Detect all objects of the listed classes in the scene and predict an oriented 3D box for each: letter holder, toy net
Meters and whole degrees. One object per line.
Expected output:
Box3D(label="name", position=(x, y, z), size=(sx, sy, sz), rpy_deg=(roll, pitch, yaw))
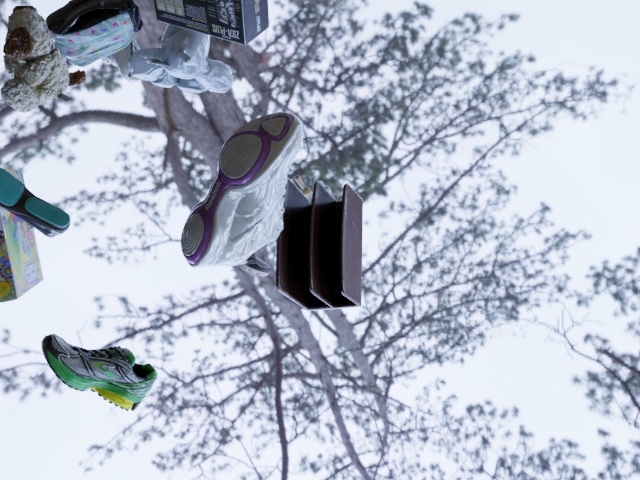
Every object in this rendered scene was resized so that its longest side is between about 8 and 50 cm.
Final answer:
Box3D(label="letter holder", position=(0.000, 0.000, 1.560), size=(0.151, 0.214, 0.302), rpy_deg=(-7, -114, 22))
Box3D(label="toy net", position=(-0.076, -0.130, 1.798), size=(0.232, 0.122, 0.045), rpy_deg=(11, -151, -20))

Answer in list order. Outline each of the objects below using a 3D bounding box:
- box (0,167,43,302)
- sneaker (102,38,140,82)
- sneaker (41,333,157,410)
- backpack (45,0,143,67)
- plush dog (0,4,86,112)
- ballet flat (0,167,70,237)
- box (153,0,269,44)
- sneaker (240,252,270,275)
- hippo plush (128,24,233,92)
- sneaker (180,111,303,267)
Box3D(label="box", position=(-0.755, -0.010, 1.375), size=(0.176, 0.279, 0.290), rpy_deg=(-9, -173, -13))
Box3D(label="sneaker", position=(-0.553, -0.516, 1.665), size=(0.129, 0.111, 0.297), rpy_deg=(-25, -123, -7))
Box3D(label="sneaker", position=(-0.595, 0.328, 1.683), size=(0.146, 0.343, 0.134), rpy_deg=(-50, -141, 1))
Box3D(label="backpack", position=(-0.485, -0.459, 1.334), size=(0.182, 0.115, 0.152), rpy_deg=(-36, -130, -17))
Box3D(label="plush dog", position=(-0.761, -0.503, 1.664), size=(0.210, 0.225, 0.263), rpy_deg=(-13, -131, -11))
Box3D(label="ballet flat", position=(-0.590, -0.071, 1.216), size=(0.074, 0.203, 0.074), rpy_deg=(-43, -156, 25))
Box3D(label="box", position=(-0.179, -0.414, 0.993), size=(0.180, 0.147, 0.077), rpy_deg=(20, -132, 19))
Box3D(label="sneaker", position=(-0.158, 0.004, 1.210), size=(0.075, 0.170, 0.063), rpy_deg=(-54, -166, -1))
Box3D(label="hippo plush", position=(-0.337, -0.501, 1.490), size=(0.234, 0.294, 0.237), rpy_deg=(7, -90, 15))
Box3D(label="sneaker", position=(-0.108, -0.078, 1.022), size=(0.305, 0.152, 0.114), rpy_deg=(-52, -130, 25))
